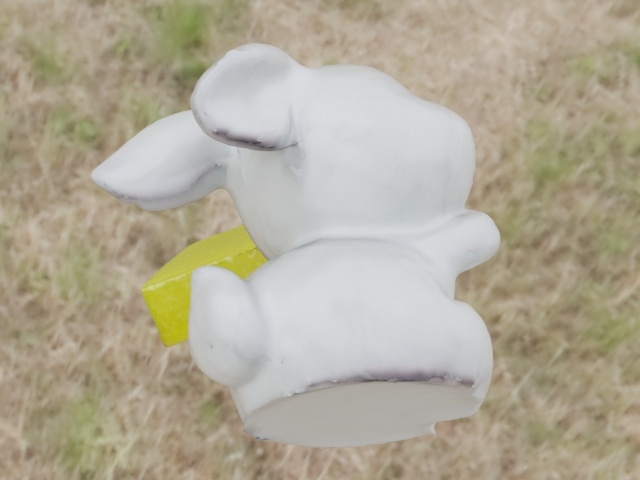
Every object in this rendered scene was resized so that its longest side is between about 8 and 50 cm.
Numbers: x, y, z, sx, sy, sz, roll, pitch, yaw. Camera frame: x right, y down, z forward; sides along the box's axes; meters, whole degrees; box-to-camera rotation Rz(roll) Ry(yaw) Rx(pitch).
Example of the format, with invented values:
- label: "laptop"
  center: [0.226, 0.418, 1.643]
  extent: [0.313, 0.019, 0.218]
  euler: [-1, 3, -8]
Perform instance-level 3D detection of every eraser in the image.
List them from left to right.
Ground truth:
- label: "eraser"
  center: [-0.039, 0.015, 0.936]
  extent: [0.045, 0.122, 0.097]
  euler: [66, 23, -9]

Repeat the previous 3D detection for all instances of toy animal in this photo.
- label: "toy animal"
  center: [-0.003, 0.004, 0.726]
  extent: [0.179, 0.127, 0.193]
  euler: [-2, 68, -33]
